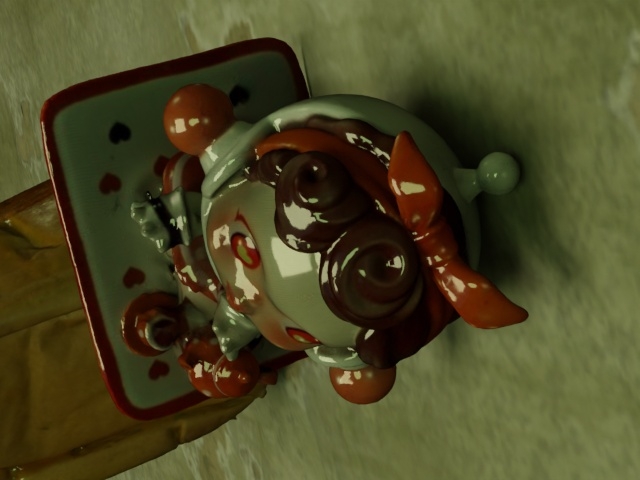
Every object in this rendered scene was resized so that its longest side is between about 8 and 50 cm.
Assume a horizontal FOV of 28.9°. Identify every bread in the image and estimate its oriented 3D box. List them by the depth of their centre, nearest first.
[{"bbox_3d":[-0.180,0.058,0.813,0.156,0.288,0.204,48,158,41],"label":"bread"}]

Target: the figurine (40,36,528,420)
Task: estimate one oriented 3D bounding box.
[{"bbox_3d":[0.000,0.000,0.581,0.226,0.160,0.183,7,114,56],"label":"figurine"}]
